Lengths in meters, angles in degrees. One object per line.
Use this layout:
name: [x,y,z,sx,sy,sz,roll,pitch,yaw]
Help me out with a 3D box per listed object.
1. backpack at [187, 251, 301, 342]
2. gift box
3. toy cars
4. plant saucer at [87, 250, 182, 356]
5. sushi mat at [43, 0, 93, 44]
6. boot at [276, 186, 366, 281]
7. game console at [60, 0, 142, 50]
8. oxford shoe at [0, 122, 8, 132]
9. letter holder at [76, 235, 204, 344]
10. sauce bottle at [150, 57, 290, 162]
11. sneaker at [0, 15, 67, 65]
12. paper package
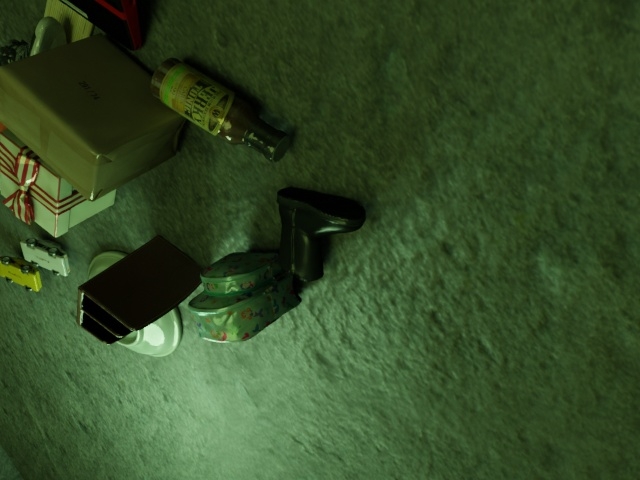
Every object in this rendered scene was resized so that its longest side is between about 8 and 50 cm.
backpack: [-0.199,0.142,1.586,0.225,0.253,0.191,0,119,38]
gift box: [-0.747,-0.189,1.765,0.276,0.258,0.255,31,130,14]
toy cars: [-0.993,0.075,2.226,0.393,0.087,0.176,-22,109,38]
plant saucer: [-0.630,0.229,2.054,0.400,0.100,0.400,17,126,25]
sushi mat: [-0.673,-0.529,1.663,0.151,0.019,0.316,45,133,5]
boot: [0.000,0.000,1.468,0.246,0.094,0.207,17,123,34]
game console: [-0.564,-0.616,1.391,0.386,0.060,0.342,36,165,1]
oxford shoe: [-1.002,-0.364,1.886,0.132,0.130,0.364,16,125,33]
letter holder: [-0.484,0.160,1.768,0.214,0.302,0.152,33,131,13]
sauce bottle: [-0.223,-0.292,1.436,0.344,0.111,0.111,31,131,14]
sneaker: [-0.759,-0.495,1.660,0.153,0.101,0.268,40,136,6]
paper package: [-0.534,-0.302,1.508,0.325,0.309,0.168,41,137,8]
